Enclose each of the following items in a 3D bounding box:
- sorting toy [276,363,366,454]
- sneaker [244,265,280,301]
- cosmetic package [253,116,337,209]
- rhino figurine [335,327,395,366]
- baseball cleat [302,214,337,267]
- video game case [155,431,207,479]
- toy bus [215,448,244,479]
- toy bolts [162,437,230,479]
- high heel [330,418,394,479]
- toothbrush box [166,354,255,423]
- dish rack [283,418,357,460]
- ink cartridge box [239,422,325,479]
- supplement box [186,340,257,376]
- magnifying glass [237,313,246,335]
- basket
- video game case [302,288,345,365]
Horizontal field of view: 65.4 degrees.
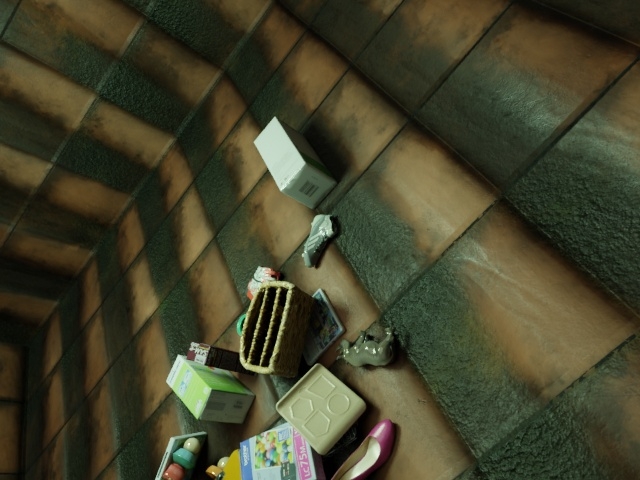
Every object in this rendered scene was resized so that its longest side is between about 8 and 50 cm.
[{"bbox_3d":[0.001,0.493,1.470,0.193,0.038,0.208,-42,54,-20],"label":"sorting toy"},{"bbox_3d":[-0.196,0.191,1.902,0.270,0.090,0.145,34,97,55],"label":"sneaker"},{"bbox_3d":[-0.108,-0.313,1.994,0.155,0.196,0.366,-47,46,18],"label":"cosmetic package"},{"bbox_3d":[0.132,0.333,1.523,0.243,0.073,0.106,-16,57,42],"label":"rhino figurine"},{"bbox_3d":[0.000,0.000,1.823,0.109,0.072,0.206,0,75,39],"label":"baseball cleat"},{"bbox_3d":[-0.517,0.816,1.845,0.023,0.212,0.194,16,82,24],"label":"video game case"},{"bbox_3d":[-0.291,0.870,1.641,0.108,0.130,0.333,16,82,47],"label":"toy bus"},{"bbox_3d":[-0.434,0.823,1.784,0.159,0.228,0.218,-58,8,-36],"label":"toy bolts"},{"bbox_3d":[0.112,0.598,1.377,0.244,0.117,0.082,-57,42,7],"label":"high heel"},{"bbox_3d":[-0.414,0.554,1.865,0.283,0.206,0.122,20,86,49],"label":"toothbrush box"},{"bbox_3d":[0.006,0.575,1.535,0.271,0.074,0.208,-41,48,21],"label":"dish rack"},{"bbox_3d":[-0.139,0.672,1.504,0.311,0.065,0.186,-32,51,23],"label":"ink cartridge box"},{"bbox_3d":[-0.354,0.437,1.836,0.130,0.239,0.073,0,70,45],"label":"supplement box"},{"bbox_3d":[-0.249,0.326,1.947,0.230,0.026,0.092,-14,61,40],"label":"magnifying glass"},{"bbox_3d":[-0.173,0.288,1.663,0.213,0.223,0.300,8,76,22],"label":"basket"},{"bbox_3d":[-0.016,0.297,1.728,0.183,0.023,0.201,-49,43,17],"label":"video game case"}]
